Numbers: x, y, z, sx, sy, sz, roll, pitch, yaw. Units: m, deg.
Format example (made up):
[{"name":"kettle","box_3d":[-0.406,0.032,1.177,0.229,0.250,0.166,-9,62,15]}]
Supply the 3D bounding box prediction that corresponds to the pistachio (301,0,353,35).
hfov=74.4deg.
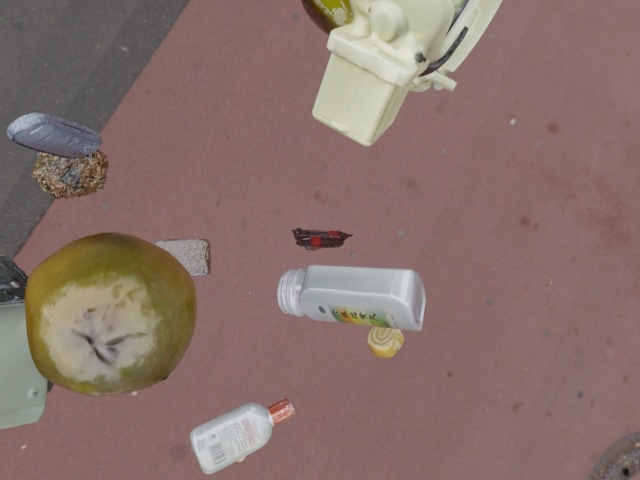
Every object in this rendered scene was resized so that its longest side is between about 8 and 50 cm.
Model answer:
[{"name":"pistachio","box_3d":[0.014,-0.360,0.607,0.100,0.110,0.189,-50,125,-1]}]

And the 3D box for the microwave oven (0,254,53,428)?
[{"name":"microwave oven","box_3d":[-0.823,0.231,1.018,0.247,0.394,0.332,0,105,-49]}]

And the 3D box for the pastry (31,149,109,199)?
[{"name":"pastry","box_3d":[-0.959,-0.286,1.608,0.275,0.193,0.274,0,74,-1]}]

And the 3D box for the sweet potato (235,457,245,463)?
[{"name":"sweet potato","box_3d":[-0.305,0.755,1.508,0.059,0.281,0.067,-7,75,-20]}]

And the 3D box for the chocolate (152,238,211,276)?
[{"name":"chocolate","box_3d":[-0.519,0.069,1.571,0.214,0.093,0.148,-1,84,-6]}]

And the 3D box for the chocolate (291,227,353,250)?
[{"name":"chocolate","box_3d":[0.000,0.000,0.633,0.086,0.182,0.028,1,83,-4]}]

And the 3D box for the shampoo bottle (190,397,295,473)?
[{"name":"shampoo bottle","box_3d":[-0.162,0.411,0.917,0.221,0.051,0.108,-21,99,-21]}]

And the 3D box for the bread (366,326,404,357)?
[{"name":"bread","box_3d":[0.242,0.359,1.550,0.149,0.122,0.073,-51,135,-35]}]

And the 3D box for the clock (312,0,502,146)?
[{"name":"clock","box_3d":[0.128,-0.268,0.445,0.120,0.276,0.379,33,40,9]}]

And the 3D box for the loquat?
[{"name":"loquat","box_3d":[-0.349,0.116,0.714,0.276,0.284,0.275,-3,99,-20]}]

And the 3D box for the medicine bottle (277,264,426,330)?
[{"name":"medicine bottle","box_3d":[0.065,0.127,0.967,0.324,0.179,0.124,3,61,26]}]

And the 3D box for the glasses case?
[{"name":"glasses case","box_3d":[-0.699,-0.276,1.128,0.109,0.282,0.067,-28,91,4]}]
